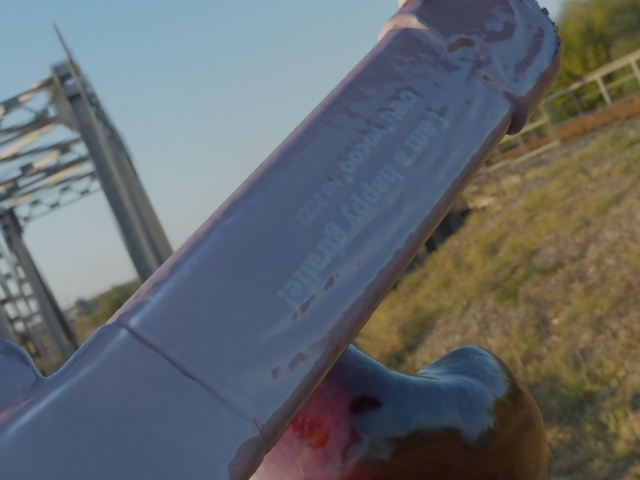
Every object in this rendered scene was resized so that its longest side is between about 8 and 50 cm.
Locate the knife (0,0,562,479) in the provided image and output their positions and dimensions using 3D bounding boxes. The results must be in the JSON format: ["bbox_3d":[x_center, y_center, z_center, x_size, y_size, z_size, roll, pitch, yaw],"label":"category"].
[{"bbox_3d":[0.000,0.000,0.435,0.399,0.132,0.038,-51,-2,-39],"label":"knife"}]

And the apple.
[{"bbox_3d":[0.036,0.257,1.106,0.365,0.328,0.295,-57,7,18],"label":"apple"}]
